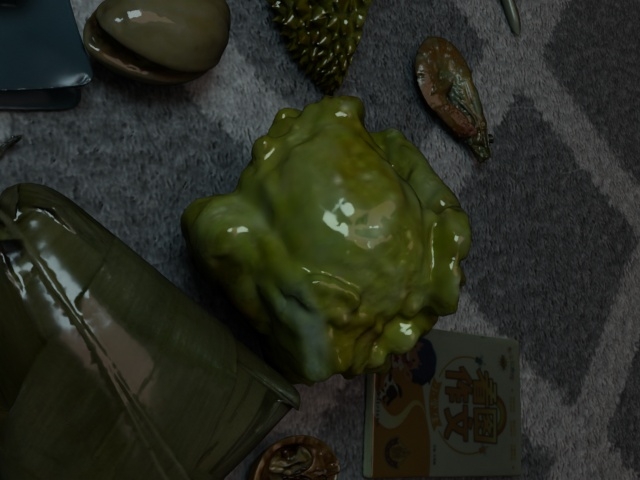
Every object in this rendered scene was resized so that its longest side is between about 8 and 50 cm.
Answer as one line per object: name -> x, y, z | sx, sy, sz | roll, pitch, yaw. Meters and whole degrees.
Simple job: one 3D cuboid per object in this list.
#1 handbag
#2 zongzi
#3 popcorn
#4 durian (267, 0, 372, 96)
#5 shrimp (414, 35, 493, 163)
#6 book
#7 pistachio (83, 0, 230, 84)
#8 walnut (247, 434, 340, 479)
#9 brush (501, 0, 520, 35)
handbag -> -0.357, -0.205, 0.679 | 0.221, 0.057, 0.144 | -10, 80, -34
zongzi -> -0.278, 0.137, 0.592 | 0.447, 0.181, 0.418 | 45, 60, -16
popcorn -> 0.016, -0.002, 0.768 | 0.312, 0.312, 0.312 | 7, 77, -33
durian -> 0.031, -0.367, 0.917 | 0.166, 0.172, 0.306 | 35, 52, -51
shrimp -> 0.209, -0.217, 1.063 | 0.115, 0.051, 0.217 | -30, 99, -28
book -> 0.186, 0.234, 0.976 | 0.295, 0.020, 0.208 | 11, 74, -32
pistachio -> -0.177, -0.237, 0.758 | 0.185, 0.124, 0.124 | -18, 91, -50
walnut -> -0.038, 0.276, 0.796 | 0.121, 0.052, 0.091 | 1, 79, -36
brush -> 0.311, -0.510, 1.195 | 0.042, 0.039, 0.299 | -19, 93, 8
